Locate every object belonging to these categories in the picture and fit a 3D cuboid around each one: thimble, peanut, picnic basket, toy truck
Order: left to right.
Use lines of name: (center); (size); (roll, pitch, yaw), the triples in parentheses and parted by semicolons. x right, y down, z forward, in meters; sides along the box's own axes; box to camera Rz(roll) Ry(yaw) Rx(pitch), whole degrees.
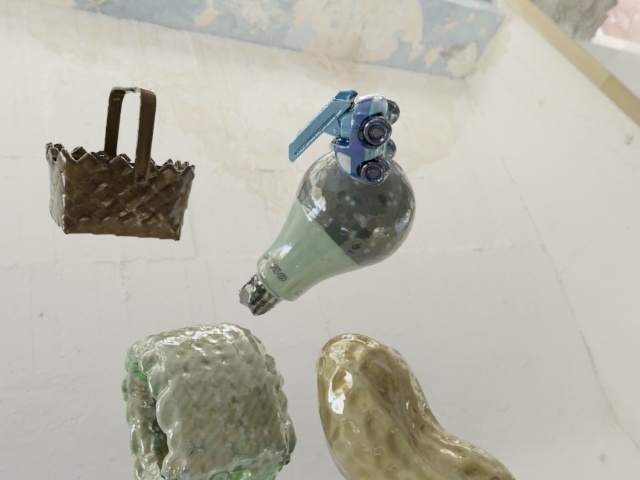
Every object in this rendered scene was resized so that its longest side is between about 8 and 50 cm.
picnic basket: (-0.426, -0.166, 1.084); (0.291, 0.321, 0.254); (4, -168, -35)
thimble: (-0.136, 0.206, 0.594); (0.150, 0.219, 0.219); (-5, -128, -33)
toy truck: (0.018, -0.086, 0.423); (0.090, 0.073, 0.056); (9, -144, 15)
peanut: (0.096, 0.217, 0.481); (0.298, 0.136, 0.120); (50, -157, 16)

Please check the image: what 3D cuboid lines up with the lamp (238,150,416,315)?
lamp: (0.013, 0.004, 0.758); (0.182, 0.182, 0.314); (34, -92, 7)
